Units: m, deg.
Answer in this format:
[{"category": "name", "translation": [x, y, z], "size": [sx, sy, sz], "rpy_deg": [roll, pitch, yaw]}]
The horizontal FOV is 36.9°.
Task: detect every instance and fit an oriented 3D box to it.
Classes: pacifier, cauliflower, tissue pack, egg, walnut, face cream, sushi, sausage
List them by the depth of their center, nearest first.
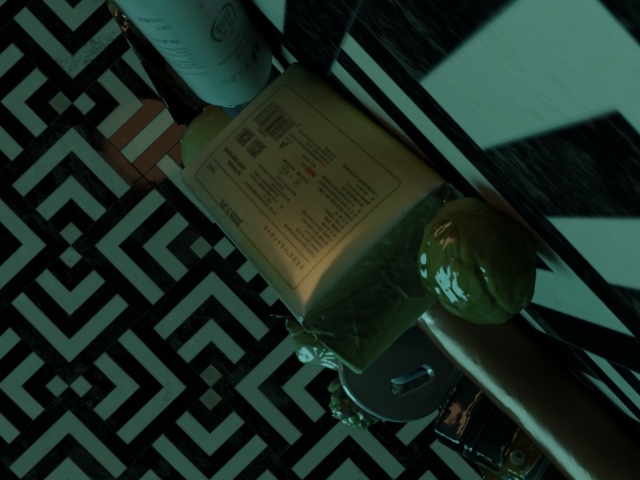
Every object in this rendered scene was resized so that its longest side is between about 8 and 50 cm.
[{"category": "walnut", "translation": [0.108, 0.015, 0.662], "size": [0.092, 0.092, 0.092], "rpy_deg": [46, 179, 1]}, {"category": "tissue pack", "translation": [0.006, -0.026, 0.824], "size": [0.234, 0.159, 0.125], "rpy_deg": [45, 178, 43]}, {"category": "face cream", "translation": [-0.102, -0.186, 0.888], "size": [0.092, 0.092, 0.311], "rpy_deg": [46, 178, 22]}, {"category": "sausage", "translation": [0.222, 0.152, 1.028], "size": [0.094, 0.094, 0.419], "rpy_deg": [-23, -119, -44]}, {"category": "pacifier", "translation": [0.116, 0.089, 1.266], "size": [0.226, 0.238, 0.287], "rpy_deg": [-30, 77, 58]}, {"category": "egg", "translation": [-0.112, -0.124, 1.388], "size": [0.201, 0.164, 0.164], "rpy_deg": [15, 161, 32]}, {"category": "sushi", "translation": [-0.226, -0.307, 1.404], "size": [0.273, 0.109, 0.134], "rpy_deg": [61, 179, -14]}, {"category": "cauliflower", "translation": [0.059, 0.182, 1.610], "size": [0.315, 0.239, 0.256], "rpy_deg": [5, -178, 20]}]

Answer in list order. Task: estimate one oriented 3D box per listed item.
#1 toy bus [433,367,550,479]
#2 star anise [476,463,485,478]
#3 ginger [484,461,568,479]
[{"category": "toy bus", "translation": [0.239, 0.235, 1.249], "size": [0.167, 0.138, 0.275], "rpy_deg": [28, 171, 13]}, {"category": "star anise", "translation": [0.346, 0.363, 1.942], "size": [0.288, 0.088, 0.288], "rpy_deg": [25, -136, -27]}, {"category": "ginger", "translation": [0.376, 0.413, 1.471], "size": [0.321, 0.165, 0.172], "rpy_deg": [28, -130, -32]}]
